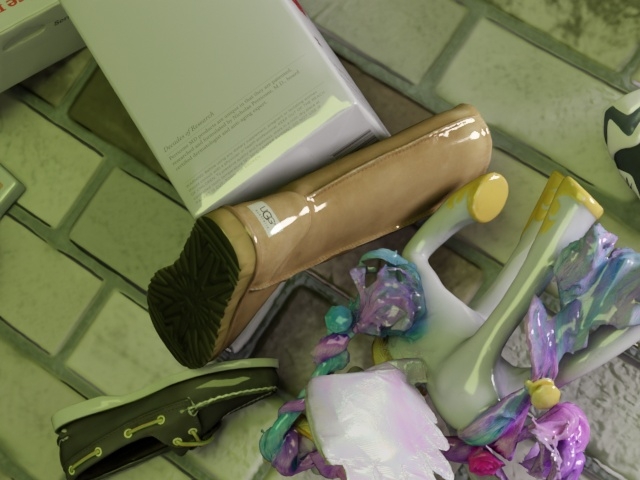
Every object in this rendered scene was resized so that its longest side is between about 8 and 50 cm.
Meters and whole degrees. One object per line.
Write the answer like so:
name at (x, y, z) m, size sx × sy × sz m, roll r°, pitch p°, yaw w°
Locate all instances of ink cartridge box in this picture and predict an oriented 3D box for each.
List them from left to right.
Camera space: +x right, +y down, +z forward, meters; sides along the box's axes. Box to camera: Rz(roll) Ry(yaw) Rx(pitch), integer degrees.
ink cartridge box at (-0.351, -0.250, 1.839) m, size 0.160 × 0.093 × 0.219 m, roll -32°, pitch 63°, yaw -23°

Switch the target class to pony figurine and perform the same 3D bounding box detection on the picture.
pony figurine at (0.121, 0.122, 1.522) m, size 0.363 × 0.303 × 0.351 m, roll -46°, pitch 33°, yaw 5°

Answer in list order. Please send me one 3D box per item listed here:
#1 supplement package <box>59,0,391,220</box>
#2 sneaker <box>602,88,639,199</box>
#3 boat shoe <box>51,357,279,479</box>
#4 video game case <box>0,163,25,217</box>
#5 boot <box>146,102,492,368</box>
supplement package at (-0.083, -0.153, 1.699) m, size 0.175 × 0.177 × 0.293 m, roll -36°, pitch 66°, yaw 6°
sneaker at (0.363, -0.078, 1.567) m, size 0.235 × 0.094 × 0.153 m, roll -20°, pitch 70°, yaw 13°
boat shoe at (-0.134, 0.162, 1.677) m, size 0.227 × 0.081 × 0.069 m, roll -19°, pitch 71°, yaw 21°
video game case at (-0.418, -0.043, 1.867) m, size 0.201 × 0.023 × 0.183 m, roll 40°, pitch 89°, yaw 25°
boot at (0.000, 0.000, 1.621) m, size 0.269 × 0.236 × 0.089 m, roll -25°, pitch 78°, yaw -31°
